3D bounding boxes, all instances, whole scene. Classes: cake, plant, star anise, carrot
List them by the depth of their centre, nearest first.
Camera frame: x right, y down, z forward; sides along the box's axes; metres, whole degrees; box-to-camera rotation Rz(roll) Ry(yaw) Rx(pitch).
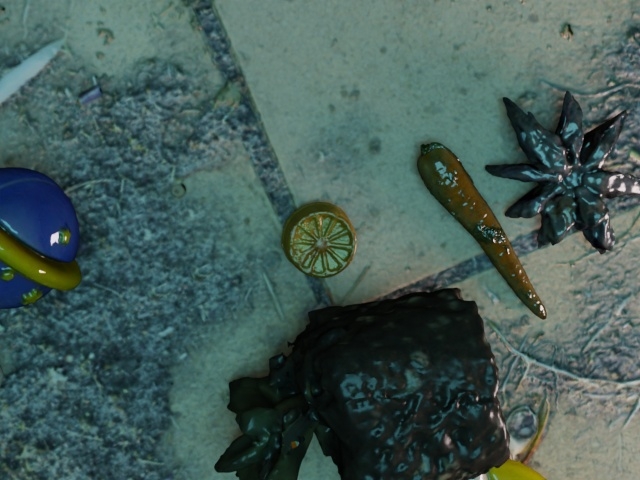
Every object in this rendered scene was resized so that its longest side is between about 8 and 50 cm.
[{"bbox_3d":[0.033,0.179,1.885,0.312,0.215,0.213,-10,105,-4],"label":"plant"},{"bbox_3d":[0.000,0.000,1.931,0.084,0.044,0.084,-1,100,-7],"label":"cake"},{"bbox_3d":[0.282,-0.075,1.951,0.180,0.061,0.205,-17,102,-5],"label":"star anise"},{"bbox_3d":[0.185,-0.007,1.963,0.049,0.049,0.254,-37,108,0],"label":"carrot"}]

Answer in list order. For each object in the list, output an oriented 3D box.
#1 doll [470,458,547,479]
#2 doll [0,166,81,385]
[{"bbox_3d":[0.174,0.351,1.990,0.237,0.111,0.252,-8,93,-8],"label":"doll"},{"bbox_3d":[-0.383,0.012,1.789,0.242,0.311,0.160,-38,60,17],"label":"doll"}]
